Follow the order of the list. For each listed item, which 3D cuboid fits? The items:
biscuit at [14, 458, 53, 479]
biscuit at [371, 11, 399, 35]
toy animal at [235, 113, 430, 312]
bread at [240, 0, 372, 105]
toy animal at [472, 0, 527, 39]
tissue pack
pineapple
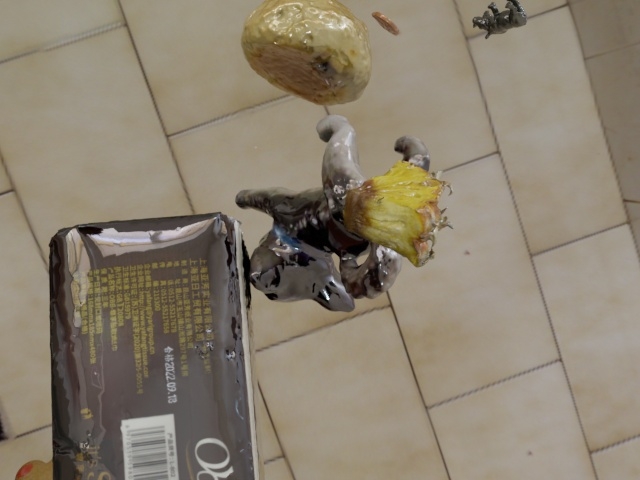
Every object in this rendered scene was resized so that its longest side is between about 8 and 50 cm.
[{"bbox_3d":[-0.616,0.584,1.691,0.432,0.283,0.064,-40,134,-22],"label":"biscuit"},{"bbox_3d":[0.149,-0.506,1.690,0.078,0.091,0.015,39,97,13],"label":"biscuit"},{"bbox_3d":[0.000,0.000,1.115,0.194,0.303,0.344,24,137,-30],"label":"toy animal"},{"bbox_3d":[-0.017,-0.336,1.240,0.244,0.244,0.134,23,75,-8],"label":"bread"},{"bbox_3d":[0.354,-0.441,1.452,0.065,0.135,0.047,44,66,-25],"label":"toy animal"},{"bbox_3d":[-0.160,0.176,0.748,0.210,0.198,0.370,-3,74,-8],"label":"tissue pack"},{"bbox_3d":[0.077,-0.033,0.757,0.116,0.137,0.069,-1,120,0],"label":"pineapple"}]
